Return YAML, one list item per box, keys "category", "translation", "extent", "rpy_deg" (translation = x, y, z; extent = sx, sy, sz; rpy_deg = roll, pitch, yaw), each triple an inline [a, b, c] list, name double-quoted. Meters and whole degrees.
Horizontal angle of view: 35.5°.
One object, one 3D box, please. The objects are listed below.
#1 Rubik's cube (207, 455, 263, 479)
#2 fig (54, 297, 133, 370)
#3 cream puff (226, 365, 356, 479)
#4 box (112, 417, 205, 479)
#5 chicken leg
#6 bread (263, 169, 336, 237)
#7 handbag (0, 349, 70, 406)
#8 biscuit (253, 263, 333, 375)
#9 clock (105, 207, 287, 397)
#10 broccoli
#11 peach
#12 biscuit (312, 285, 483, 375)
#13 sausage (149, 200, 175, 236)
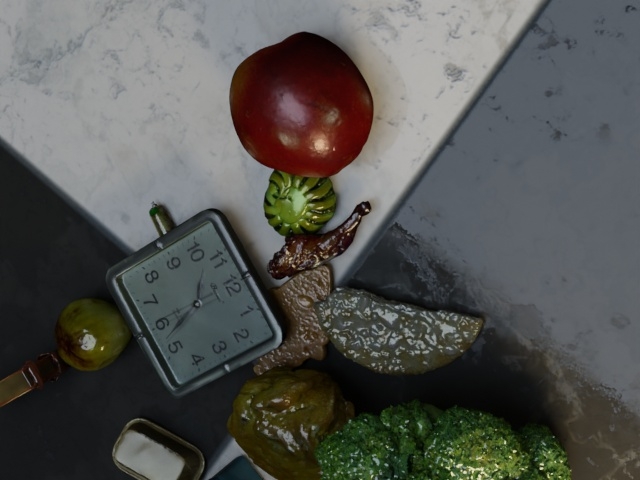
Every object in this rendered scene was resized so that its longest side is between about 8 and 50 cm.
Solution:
- category: "Rubik's cube"
  translation: [-0.212, 0.653, 1.763]
  extent: [0.347, 0.346, 0.344]
  rpy_deg: [-41, 85, 24]
- category: "fig"
  translation: [-0.431, 0.177, 1.878]
  extent: [0.153, 0.121, 0.135]
  rpy_deg: [6, 107, 21]
- category: "cream puff"
  translation: [-0.041, 0.316, 1.701]
  extent: [0.244, 0.196, 0.244]
  rpy_deg: [12, 116, 26]
- category: "box"
  translation: [-0.311, 0.413, 1.895]
  extent: [0.177, 0.111, 0.111]
  rpy_deg: [27, 109, 11]
- category: "chicken leg"
  translation: [0.001, 0.005, 1.686]
  extent: [0.205, 0.093, 0.053]
  rpy_deg: [-30, 46, -4]
- category: "bread"
  translation: [-0.040, -0.068, 1.699]
  extent: [0.130, 0.071, 0.139]
  rpy_deg: [40, 112, 6]
- category: "handbag"
  translation: [-0.597, 0.283, 1.964]
  extent: [0.190, 0.127, 0.062]
  rpy_deg: [-28, 91, 25]
- category: "biscuit"
  translation: [-0.047, 0.142, 1.762]
  extent: [0.162, 0.035, 0.250]
  rpy_deg: [34, 112, 7]
- category: "clock"
  translation: [-0.223, 0.115, 1.783]
  extent: [0.279, 0.049, 0.273]
  rpy_deg: [-29, 89, 22]
- category: "broccoli"
  translation: [0.200, 0.403, 1.581]
  extent: [0.414, 0.310, 0.321]
  rpy_deg: [-3, 91, -11]
- category: "peach"
  translation: [-0.035, -0.207, 1.598]
  extent: [0.244, 0.199, 0.243]
  rpy_deg: [7, 106, 24]
- category: "biscuit"
  translation: [0.123, 0.162, 1.689]
  extent: [0.290, 0.038, 0.141]
  rpy_deg: [10, 108, 13]
- category: "sausage"
  translation: [-0.248, 0.049, 1.826]
  extent: [0.033, 0.033, 0.269]
  rpy_deg: [-26, 90, 24]
